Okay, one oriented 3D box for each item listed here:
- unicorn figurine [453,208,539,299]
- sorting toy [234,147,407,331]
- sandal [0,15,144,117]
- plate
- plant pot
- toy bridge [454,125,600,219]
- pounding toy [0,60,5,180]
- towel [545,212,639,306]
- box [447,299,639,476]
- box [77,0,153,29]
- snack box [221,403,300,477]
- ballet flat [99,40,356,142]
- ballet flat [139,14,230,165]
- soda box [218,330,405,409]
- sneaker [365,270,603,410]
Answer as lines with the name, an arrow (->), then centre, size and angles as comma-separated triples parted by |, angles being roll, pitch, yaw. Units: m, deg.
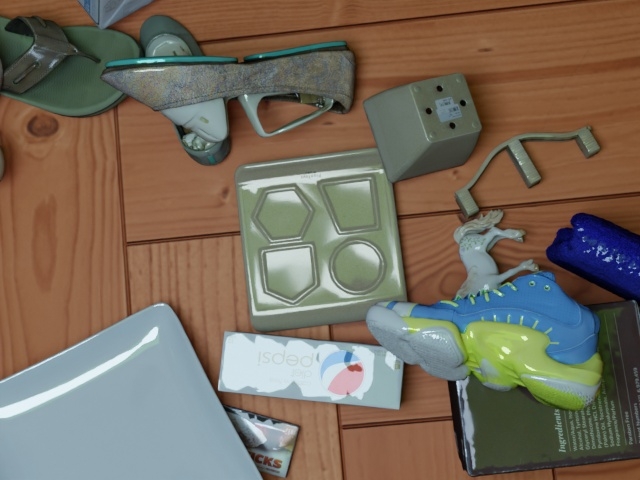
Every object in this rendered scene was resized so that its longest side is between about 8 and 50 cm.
unicorn figurine -> 0.198, 0.037, 1.142 | 0.111, 0.060, 0.161 | -13, 39, 0
sorting toy -> 0.000, 0.000, 1.190 | 0.193, 0.038, 0.208 | -7, 88, 3
sandal -> -0.372, -0.230, 1.211 | 0.303, 0.086, 0.120 | 10, 85, 5
plate -> -0.240, 0.247, 1.113 | 0.278, 0.045, 0.277 | -27, 69, -12
plant pot -> 0.129, -0.143, 1.146 | 0.109, 0.096, 0.109 | -15, 82, -21
toy bridge -> 0.247, -0.096, 1.182 | 0.188, 0.026, 0.063 | -27, 76, -2
pounding toy -> -0.490, -0.182, 1.152 | 0.270, 0.155, 0.154 | 30, 131, 7
towel -> 0.405, 0.054, 1.056 | 0.308, 0.227, 0.076 | 27, 91, 7
box -> 0.249, 0.163, 1.084 | 0.203, 0.168, 0.166 | -7, 83, 3
box -> -0.290, -0.427, 1.203 | 0.169, 0.087, 0.290 | -34, 82, -20
snack box -> -0.119, 0.232, 1.176 | 0.178, 0.022, 0.064 | 15, 86, 5
ballet flat -> -0.095, -0.171, 1.136 | 0.316, 0.107, 0.106 | -9, 98, -21
ballet flat -> -0.170, -0.195, 1.203 | 0.072, 0.068, 0.213 | -25, 83, 2
soda box -> -0.008, 0.154, 1.154 | 0.216, 0.069, 0.073 | 5, 84, 4
sneaker -> 0.173, 0.083, 0.985 | 0.240, 0.091, 0.126 | 19, 64, 8
